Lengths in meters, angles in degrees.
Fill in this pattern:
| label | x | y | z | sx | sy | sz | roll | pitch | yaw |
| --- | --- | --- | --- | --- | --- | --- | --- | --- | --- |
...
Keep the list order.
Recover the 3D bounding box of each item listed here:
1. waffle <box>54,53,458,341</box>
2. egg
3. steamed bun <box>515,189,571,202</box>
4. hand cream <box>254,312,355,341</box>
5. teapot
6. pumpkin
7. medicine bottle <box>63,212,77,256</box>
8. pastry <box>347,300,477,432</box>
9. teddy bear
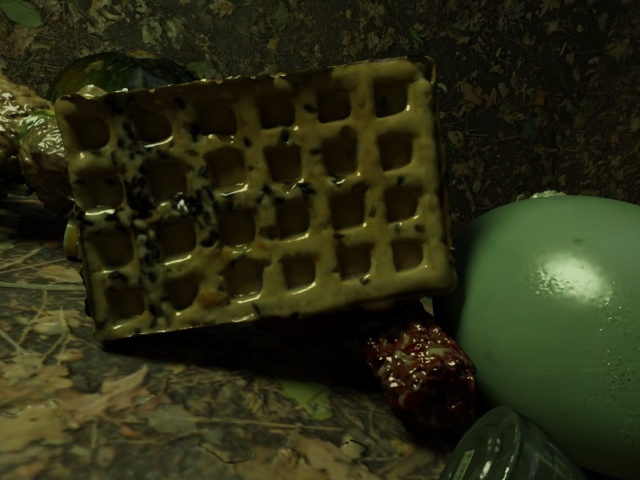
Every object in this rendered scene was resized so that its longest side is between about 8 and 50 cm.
| label | x | y | z | sx | sy | sz | roll | pitch | yaw |
| --- | --- | --- | --- | --- | --- | --- | --- | --- | --- |
| waffle | -0.056 | -0.047 | 0.480 | 0.377 | 0.260 | 0.114 | -6 | 9 | -5 |
| egg | 0.285 | 0.090 | 0.505 | 0.276 | 0.275 | 0.389 | 11 | 13 | -23 |
| steamed bun | 0.507 | 0.079 | 0.899 | 0.274 | 0.290 | 0.272 | 17 | 24 | -35 |
| hand cream | -0.023 | 0.034 | 0.671 | 0.231 | 0.149 | 0.230 | 14 | 15 | -4 |
| teapot | 0.136 | 0.187 | 0.289 | 0.108 | 0.111 | 0.149 | 33 | 10 | 10 |
| pumpkin | -0.468 | -0.315 | 1.193 | 0.455 | 0.343 | 0.454 | 10 | 12 | -2 |
| medicine bottle | -0.248 | 0.012 | 0.665 | 0.218 | 0.073 | 0.074 | 10 | 13 | -16 |
| pastry | 0.095 | 0.122 | 0.509 | 0.097 | 0.115 | 0.208 | -21 | 18 | -4 |
| teddy bear | -0.431 | -0.100 | 0.665 | 0.222 | 0.296 | 0.246 | 51 | 21 | 0 |
